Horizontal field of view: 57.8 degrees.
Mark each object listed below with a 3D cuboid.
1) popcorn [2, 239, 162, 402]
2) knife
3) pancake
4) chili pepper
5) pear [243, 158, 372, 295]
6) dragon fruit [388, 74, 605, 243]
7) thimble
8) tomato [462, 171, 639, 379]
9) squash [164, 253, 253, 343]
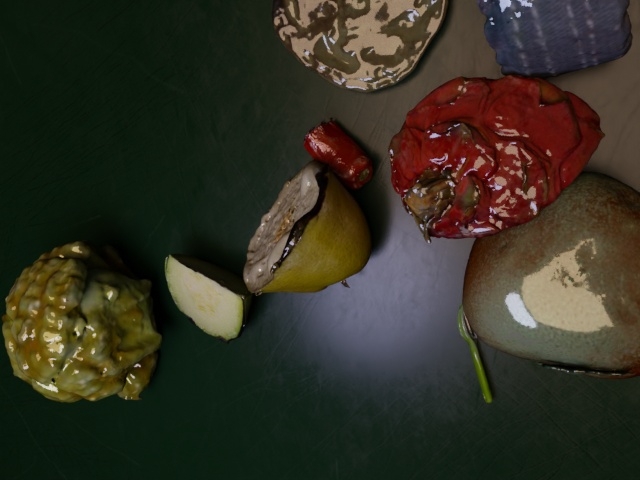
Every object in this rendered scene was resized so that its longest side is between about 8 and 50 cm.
[{"bbox_3d":[-0.461,0.172,1.133,0.274,0.279,0.336,-15,83,4],"label":"popcorn"},{"bbox_3d":[0.262,0.193,0.991,0.026,0.022,0.184,-18,94,-2],"label":"knife"},{"bbox_3d":[0.059,-0.382,0.928,0.294,0.049,0.295,4,102,17],"label":"pancake"},{"bbox_3d":[0.033,-0.141,0.976,0.123,0.073,0.070,47,107,11],"label":"chili pepper"},{"bbox_3d":[-0.001,0.000,0.976,0.178,0.267,0.267,24,113,-20],"label":"pear"},{"bbox_3d":[0.197,-0.117,0.790,0.317,0.205,0.152,-13,131,37],"label":"dragon fruit"},{"bbox_3d":[0.295,-0.324,0.750,0.172,0.236,0.205,-9,71,28],"label":"thimble"},{"bbox_3d":[0.355,0.062,0.807,0.303,0.239,0.304,3,99,21],"label":"tomato"},{"bbox_3d":[-0.205,0.103,1.132,0.192,0.085,0.184,29,139,15],"label":"squash"}]
